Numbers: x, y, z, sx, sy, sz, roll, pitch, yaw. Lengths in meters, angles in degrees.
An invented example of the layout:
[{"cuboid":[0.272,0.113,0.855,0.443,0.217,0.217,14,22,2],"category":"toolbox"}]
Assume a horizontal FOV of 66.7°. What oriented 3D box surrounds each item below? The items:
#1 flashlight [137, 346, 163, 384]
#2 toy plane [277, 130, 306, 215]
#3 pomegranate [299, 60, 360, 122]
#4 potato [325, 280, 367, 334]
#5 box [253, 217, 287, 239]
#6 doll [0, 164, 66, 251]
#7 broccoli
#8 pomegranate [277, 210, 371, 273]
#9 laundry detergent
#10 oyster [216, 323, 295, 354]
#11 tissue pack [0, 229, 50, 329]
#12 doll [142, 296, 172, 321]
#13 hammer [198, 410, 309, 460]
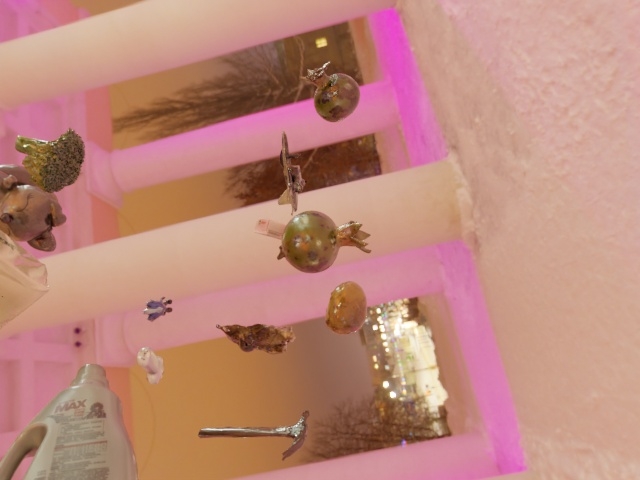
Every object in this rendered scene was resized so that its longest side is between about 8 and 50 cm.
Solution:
[{"cuboid":[-0.551,0.400,1.570,0.200,0.047,0.093,95,178,-59],"category":"flashlight"},{"cuboid":[-0.090,-0.218,1.564,0.192,0.088,0.262,-75,-11,-69],"category":"toy plane"},{"cuboid":[0.038,-0.434,1.416,0.149,0.148,0.169,-93,-22,-62],"category":"pomegranate"},{"cuboid":[0.083,0.220,1.547,0.137,0.137,0.176,-88,8,-72],"category":"potato"},{"cuboid":[-0.107,-0.024,1.323,0.089,0.125,0.043,11,85,59],"category":"box"},{"cuboid":[-1.139,-0.161,1.892,0.382,0.252,0.379,38,-149,-17],"category":"doll"},{"cuboid":[-0.805,-0.249,1.434,0.194,0.194,0.220,-90,22,-69],"category":"broccoli"},{"cuboid":[0.010,0.009,1.134,0.156,0.219,0.157,11,-90,-82],"category":"pomegranate"},{"cuboid":[-0.504,0.413,0.982,0.398,0.263,0.125,-119,28,-55],"category":"laundry detergent"},{"cuboid":[-0.194,0.345,1.696,0.221,0.360,0.096,16,-109,-48],"category":"oyster"},{"cuboid":[-0.946,0.074,1.239,0.207,0.297,0.380,43,170,45],"category":"tissue pack"},{"cuboid":[-0.703,0.294,2.083,0.195,0.070,0.096,-5,-90,-74],"category":"doll"},{"cuboid":[-0.169,0.469,1.189,0.125,0.296,0.027,-70,-34,-50],"category":"hammer"}]
